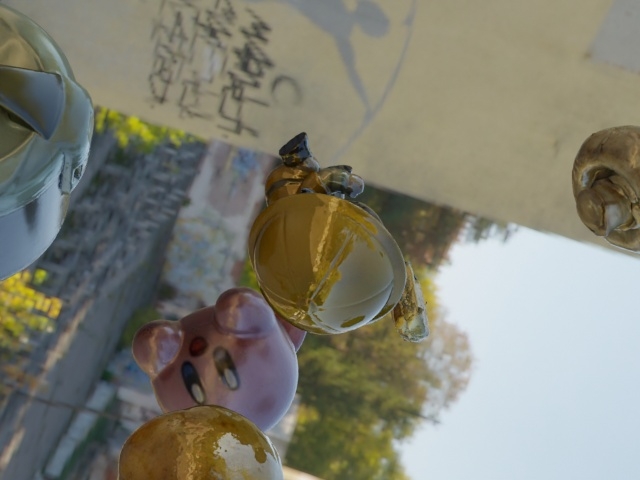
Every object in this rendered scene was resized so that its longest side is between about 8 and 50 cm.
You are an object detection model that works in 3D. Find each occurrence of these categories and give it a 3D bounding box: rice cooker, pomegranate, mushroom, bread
[{"bbox_3d":[-0.463,-0.122,1.464,0.325,0.335,0.335,120,-10,-59],"label":"rice cooker"},{"bbox_3d":[-0.121,0.273,1.238,0.196,0.196,0.196,-161,-90,-89],"label":"pomegranate"},{"bbox_3d":[0.375,-0.063,1.424,0.127,0.166,0.166,-21,153,-26],"label":"mushroom"},{"bbox_3d":[0.119,0.088,1.600,0.072,0.053,0.106,63,17,-52],"label":"bread"}]

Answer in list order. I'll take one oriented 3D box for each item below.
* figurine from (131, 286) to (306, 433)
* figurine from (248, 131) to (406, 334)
[{"bbox_3d":[-0.135,0.195,1.720,0.261,0.269,0.211,44,25,-82],"label":"figurine"},{"bbox_3d":[-0.004,0.002,1.380,0.192,0.167,0.257,60,4,-33],"label":"figurine"}]
